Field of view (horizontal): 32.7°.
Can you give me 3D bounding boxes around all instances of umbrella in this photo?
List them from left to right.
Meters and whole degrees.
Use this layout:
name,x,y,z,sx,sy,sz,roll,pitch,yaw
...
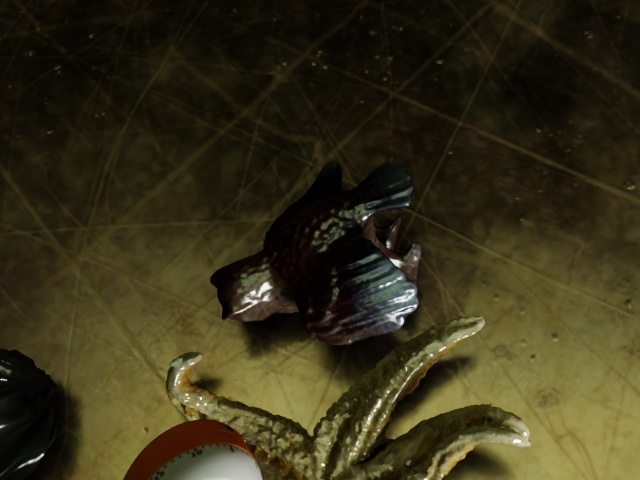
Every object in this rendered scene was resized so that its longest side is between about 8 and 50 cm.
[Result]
name,x,y,z,sx,sy,sz,roll,pitch,yaw
umbrella,-0.342,0.241,0.909,0.118,0.118,0.340,29,74,15

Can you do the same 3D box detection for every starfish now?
name,x,y,z,sx,sy,sz,roll,pitch,yaw
starfish,-0.004,0.202,0.895,0.327,0.094,0.375,24,74,28

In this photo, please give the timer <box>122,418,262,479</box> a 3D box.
name,x,y,z,sx,sy,sz,roll,pitch,yaw
timer,-0.102,0.197,0.833,0.099,0.136,0.136,46,77,-18

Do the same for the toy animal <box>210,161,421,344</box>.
name,x,y,z,sx,sy,sz,roll,pitch,yaw
toy animal,-0.008,0.004,0.942,0.179,0.116,0.218,-14,40,-11
